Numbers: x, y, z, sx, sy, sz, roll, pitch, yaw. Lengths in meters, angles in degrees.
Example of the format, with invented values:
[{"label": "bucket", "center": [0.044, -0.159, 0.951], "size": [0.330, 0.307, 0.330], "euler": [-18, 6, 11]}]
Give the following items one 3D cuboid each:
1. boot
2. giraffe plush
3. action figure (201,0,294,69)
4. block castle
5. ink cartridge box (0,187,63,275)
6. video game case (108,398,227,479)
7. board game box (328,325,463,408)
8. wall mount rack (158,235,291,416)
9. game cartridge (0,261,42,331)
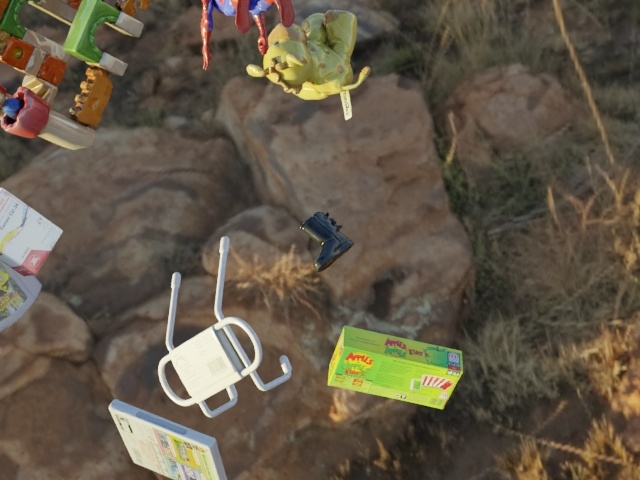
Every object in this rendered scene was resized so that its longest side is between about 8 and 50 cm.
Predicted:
[{"label": "boot", "center": [0.000, 0.000, 1.883], "size": [0.099, 0.045, 0.121], "euler": [44, 50, 11]}, {"label": "giraffe plush", "center": [-0.035, -0.319, 1.673], "size": [0.181, 0.170, 0.210], "euler": [-43, 56, 39]}, {"label": "action figure", "center": [-0.111, -0.299, 1.331], "size": [0.091, 0.139, 0.280], "euler": [-9, 24, -15]}, {"label": "block castle", "center": [-0.495, -0.412, 1.751], "size": [0.303, 0.212, 0.453], "euler": [22, 88, 48]}, {"label": "ink cartridge box", "center": [-0.649, -0.027, 1.940], "size": [0.067, 0.198, 0.115], "euler": [-7, 51, 50]}, {"label": "video game case", "center": [-0.253, 0.360, 1.607], "size": [0.193, 0.212, 0.023], "euler": [18, 55, 17]}, {"label": "board game box", "center": [0.110, 0.190, 1.402], "size": [0.181, 0.092, 0.043], "euler": [13, 41, -6]}, {"label": "wall mount rack", "center": [-0.211, 0.180, 1.869], "size": [0.130, 0.304, 0.350], "euler": [-25, -5, -45]}, {"label": "game cartridge", "center": [-0.711, 0.101, 1.982], "size": [0.060, 0.196, 0.294], "euler": [-28, 12, 23]}]
